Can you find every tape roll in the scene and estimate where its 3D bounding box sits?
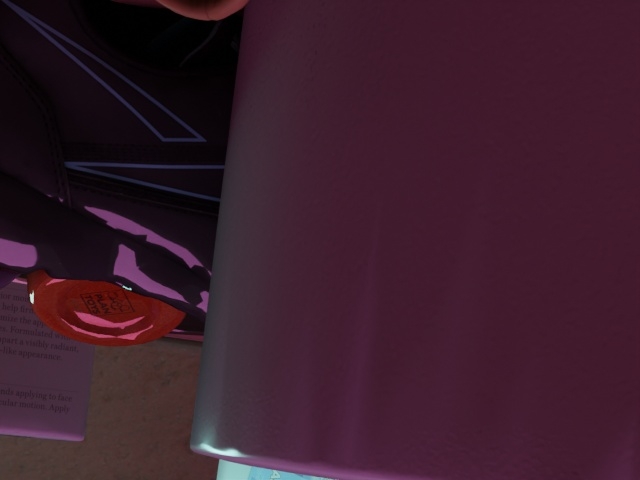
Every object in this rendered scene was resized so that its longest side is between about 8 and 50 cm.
[{"bbox_3d":[0.090,-0.004,0.450,0.246,0.169,0.246,7,173,1],"label":"tape roll"}]

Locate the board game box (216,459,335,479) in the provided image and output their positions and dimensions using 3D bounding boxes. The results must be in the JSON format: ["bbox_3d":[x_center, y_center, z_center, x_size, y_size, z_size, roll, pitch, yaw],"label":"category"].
[{"bbox_3d":[0.060,0.122,1.117,0.079,0.254,0.336,13,170,-39],"label":"board game box"}]

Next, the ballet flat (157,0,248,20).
[{"bbox_3d":[-0.083,-0.097,0.261,0.080,0.073,0.232,-1,169,43],"label":"ballet flat"}]

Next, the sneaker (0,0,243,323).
[{"bbox_3d":[-0.027,-0.017,0.552,0.267,0.106,0.101,24,-167,-34],"label":"sneaker"}]

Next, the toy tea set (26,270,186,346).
[{"bbox_3d":[0.007,-0.028,0.715,0.336,0.124,0.200,13,142,-18],"label":"toy tea set"}]

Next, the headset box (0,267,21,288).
[{"bbox_3d":[-0.320,0.003,0.791,0.218,0.110,0.293,-32,151,30],"label":"headset box"}]

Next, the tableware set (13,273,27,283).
[{"bbox_3d":[-0.092,-0.013,0.908,0.194,0.128,0.039,10,128,-12],"label":"tableware set"}]

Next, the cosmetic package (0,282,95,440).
[{"bbox_3d":[-0.260,0.048,1.103,0.151,0.184,0.151,12,170,-33],"label":"cosmetic package"}]

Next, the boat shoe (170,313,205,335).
[{"bbox_3d":[0.000,0.000,0.842,0.307,0.104,0.111,7,164,-19],"label":"boat shoe"}]
